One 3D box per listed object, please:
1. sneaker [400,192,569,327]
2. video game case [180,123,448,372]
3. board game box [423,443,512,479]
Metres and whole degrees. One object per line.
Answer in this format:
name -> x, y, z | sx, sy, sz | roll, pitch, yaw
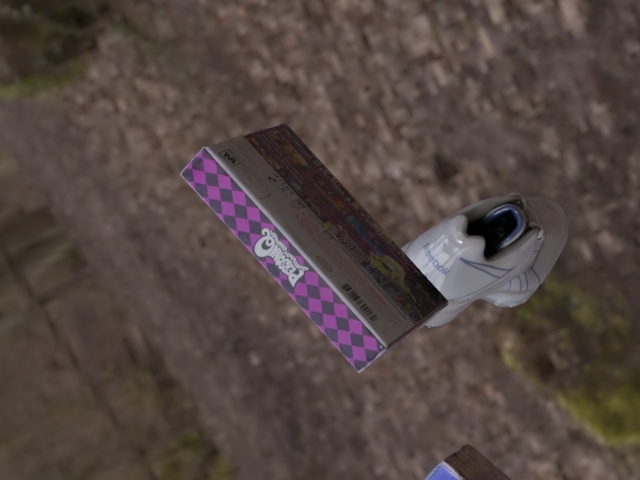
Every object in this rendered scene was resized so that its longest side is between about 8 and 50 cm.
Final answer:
sneaker -> 0.189, 0.005, 2.041 | 0.129, 0.297, 0.111 | -43, 79, 35
video game case -> 0.000, 0.000, 1.743 | 0.232, 0.042, 0.210 | 48, -160, 5
board game box -> 0.088, 0.325, 1.341 | 0.232, 0.291, 0.141 | 41, -174, 9
